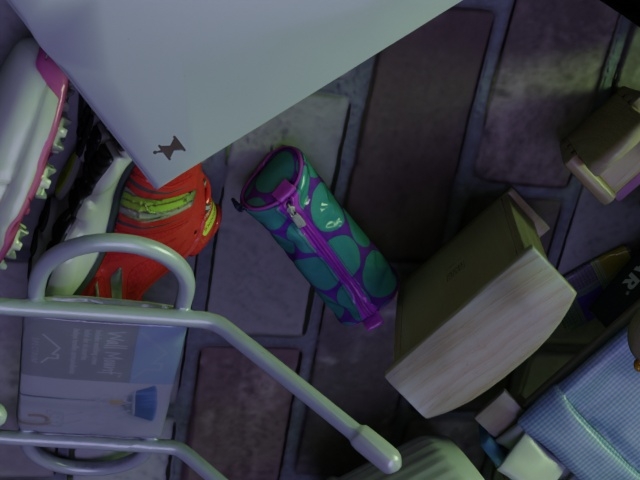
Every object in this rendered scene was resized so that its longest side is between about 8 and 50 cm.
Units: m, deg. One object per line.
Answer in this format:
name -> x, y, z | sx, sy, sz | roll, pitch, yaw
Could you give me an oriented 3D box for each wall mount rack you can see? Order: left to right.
wall mount rack -> -0.118, 0.147, 0.858 | 0.304, 0.131, 0.350 | 6, 143, -11

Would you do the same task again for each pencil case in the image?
pencil case -> 0.000, 0.000, 0.902 | 0.064, 0.070, 0.152 | -34, 123, 9

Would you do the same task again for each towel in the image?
towel -> 0.243, 0.042, 1.020 | 0.083, 0.009, 0.060 | -27, 124, 4

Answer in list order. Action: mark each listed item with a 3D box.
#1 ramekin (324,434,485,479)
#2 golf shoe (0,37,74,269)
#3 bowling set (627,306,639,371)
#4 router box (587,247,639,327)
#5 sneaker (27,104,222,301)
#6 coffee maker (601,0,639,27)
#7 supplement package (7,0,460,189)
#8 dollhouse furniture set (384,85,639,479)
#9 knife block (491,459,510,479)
ramekin -> 0.120, 0.291, 1.003 | 0.127, 0.273, 0.273 | -35, 123, -4
golf shoe -> -0.278, -0.020, 0.803 | 0.140, 0.115, 0.306 | 26, 111, -22
bowling set -> 0.342, -0.011, 0.746 | 0.154, 0.200, 0.287 | -2, 112, -39
router box -> 0.340, 0.030, 1.006 | 0.133, 0.046, 0.179 | 30, 106, -29
sneaker -> -0.119, -0.046, 0.841 | 0.118, 0.107, 0.279 | 15, 127, -29
coffee maker -> 0.242, -0.185, 0.783 | 0.178, 0.171, 0.120 | 24, 115, -25
supplement package -> -0.074, -0.207, 0.641 | 0.198, 0.263, 0.199 | -31, 123, 7
dollhouse furniture set -> 0.238, 0.098, 0.882 | 0.286, 0.198, 0.303 | -43, 98, 14
knife block -> 0.318, 0.249, 1.119 | 0.242, 0.088, 0.276 | -27, 123, 3
